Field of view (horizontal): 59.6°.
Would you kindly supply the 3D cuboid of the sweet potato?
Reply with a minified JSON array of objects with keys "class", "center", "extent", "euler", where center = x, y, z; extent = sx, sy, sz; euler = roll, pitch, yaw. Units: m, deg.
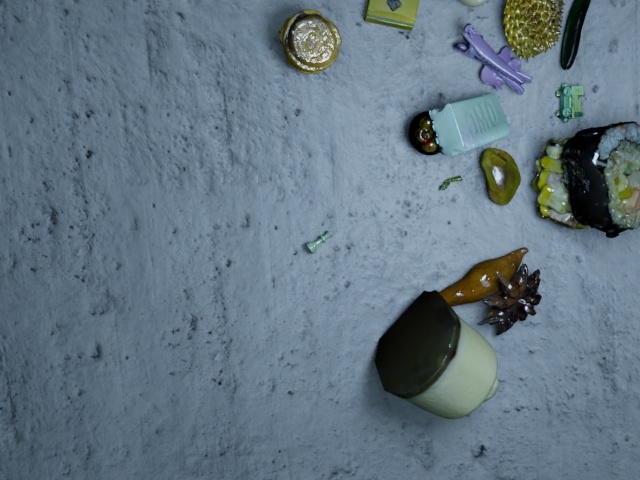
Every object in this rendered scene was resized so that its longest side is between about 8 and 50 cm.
[{"class":"sweet potato","center":[0.518,0.128,1.783],"extent":[0.359,0.112,0.112],"euler":[-33,96,-2]}]

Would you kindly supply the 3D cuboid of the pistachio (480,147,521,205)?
[{"class":"pistachio","center":[0.570,-0.203,1.756],"extent":[0.110,0.100,0.189],"euler":[-15,95,3]}]

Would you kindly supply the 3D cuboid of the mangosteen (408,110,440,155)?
[{"class":"mangosteen","center":[0.331,-0.327,1.709],"extent":[0.137,0.151,0.137],"euler":[4,104,15]}]

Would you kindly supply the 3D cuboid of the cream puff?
[{"class":"cream puff","center":[-0.036,-0.593,1.678],"extent":[0.189,0.129,0.189],"euler":[-2,102,-10]}]

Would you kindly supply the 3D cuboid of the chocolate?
[{"class":"chocolate","center":[0.376,0.381,1.723],"extent":[0.297,0.326,0.314],"euler":[33,106,-26]}]

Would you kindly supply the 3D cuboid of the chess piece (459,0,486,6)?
[{"class":"chess piece","center":[0.384,-0.796,1.646],"extent":[0.299,0.167,0.167],"euler":[19,95,-22]}]

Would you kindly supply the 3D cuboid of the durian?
[{"class":"durian","center":[0.657,-0.677,1.695],"extent":[0.183,0.138,0.250],"euler":[-12,105,-40]}]

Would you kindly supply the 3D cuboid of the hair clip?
[{"class":"hair clip","center":[0.533,-0.564,1.734],"extent":[0.278,0.090,0.137],"euler":[38,80,-13]}]

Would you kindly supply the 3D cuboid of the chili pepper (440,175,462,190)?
[{"class":"chili pepper","center":[0.414,-0.186,1.791],"extent":[0.083,0.022,0.027],"euler":[-29,95,-4]}]

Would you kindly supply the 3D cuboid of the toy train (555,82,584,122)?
[{"class":"toy train","center":[0.790,-0.436,1.772],"extent":[0.081,0.050,0.122],"euler":[-4,94,-10]}]

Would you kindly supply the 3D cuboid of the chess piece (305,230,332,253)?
[{"class":"chess piece","center":[0.000,0.000,1.782],"extent":[0.093,0.042,0.042],"euler":[-38,96,-4]}]

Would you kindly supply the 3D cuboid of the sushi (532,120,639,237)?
[{"class":"sushi","center":[0.835,-0.191,1.698],"extent":[0.328,0.285,0.328],"euler":[-26,102,-21]}]

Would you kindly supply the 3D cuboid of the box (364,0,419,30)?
[{"class":"box","center":[0.237,-0.801,1.713],"extent":[0.153,0.041,0.279],"euler":[10,95,-5]}]

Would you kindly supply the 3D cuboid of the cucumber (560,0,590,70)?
[{"class":"cucumber","center":[0.796,-0.667,1.748],"extent":[0.056,0.056,0.284],"euler":[15,92,-4]}]

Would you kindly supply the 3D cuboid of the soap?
[{"class":"soap","center":[0.455,-0.350,1.681],"extent":[0.261,0.094,0.150],"euler":[-22,99,-37]}]

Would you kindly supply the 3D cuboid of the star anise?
[{"class":"star anise","center":[0.615,0.199,1.750],"extent":[0.272,0.102,0.272],"euler":[-15,121,-26]}]
